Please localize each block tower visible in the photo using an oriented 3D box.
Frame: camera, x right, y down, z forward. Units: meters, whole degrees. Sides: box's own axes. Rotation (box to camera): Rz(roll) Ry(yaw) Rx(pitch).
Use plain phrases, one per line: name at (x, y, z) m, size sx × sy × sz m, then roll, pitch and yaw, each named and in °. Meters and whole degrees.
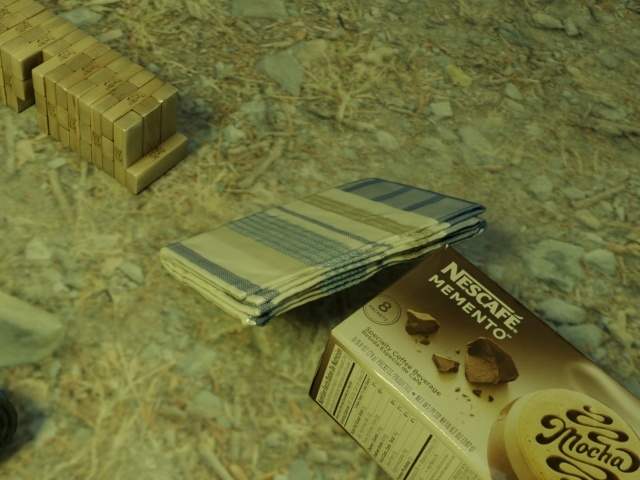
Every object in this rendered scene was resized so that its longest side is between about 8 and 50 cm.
block tower at (-0.306, -0.189, 0.946) m, size 0.335 × 0.097 × 0.091 m, roll 33°, pitch 52°, yaw 14°

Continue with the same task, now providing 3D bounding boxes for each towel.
towel at (0.000, 0.000, 0.837) m, size 0.285 × 0.034 × 0.209 m, roll -21°, pitch 24°, yaw -29°

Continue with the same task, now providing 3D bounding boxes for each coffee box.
coffee box at (0.155, 0.163, 0.730) m, size 0.168 × 0.118 × 0.297 m, roll -33°, pitch 64°, yaw -33°

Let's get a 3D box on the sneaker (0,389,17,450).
sneaker at (-0.347, 0.165, 0.644) m, size 0.082 × 0.069 × 0.209 m, roll 17°, pitch 29°, yaw 41°
